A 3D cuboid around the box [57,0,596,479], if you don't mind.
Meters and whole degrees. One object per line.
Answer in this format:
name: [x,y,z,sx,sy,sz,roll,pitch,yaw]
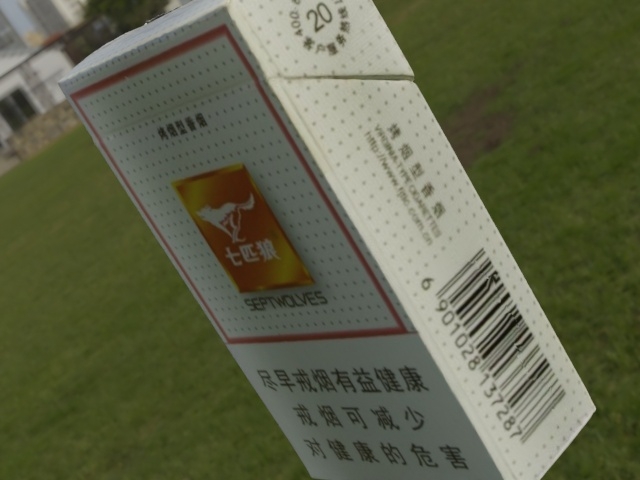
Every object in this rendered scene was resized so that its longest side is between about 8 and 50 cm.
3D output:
box: [0.000,0.000,0.745,0.095,0.330,0.210,-43,19,-32]
